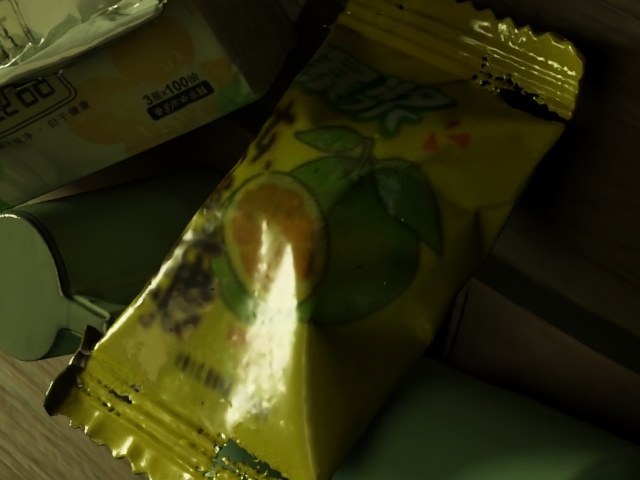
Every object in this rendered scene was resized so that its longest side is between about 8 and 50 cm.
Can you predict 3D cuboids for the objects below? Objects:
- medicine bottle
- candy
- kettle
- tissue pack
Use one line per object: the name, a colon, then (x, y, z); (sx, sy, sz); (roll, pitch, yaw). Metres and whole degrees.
medicine bottle: (0.066, 0.147, 0.982); (0.318, 0.158, 0.158); (22, 114, 41)
candy: (0.000, 0.000, 0.988); (0.187, 0.081, 0.297); (28, 80, 41)
kettle: (-0.112, 0.024, 1.145); (0.127, 0.148, 0.098); (54, 131, 22)
tissue pack: (-0.157, -0.103, 1.085); (0.229, 0.145, 0.159); (-21, 116, 26)
